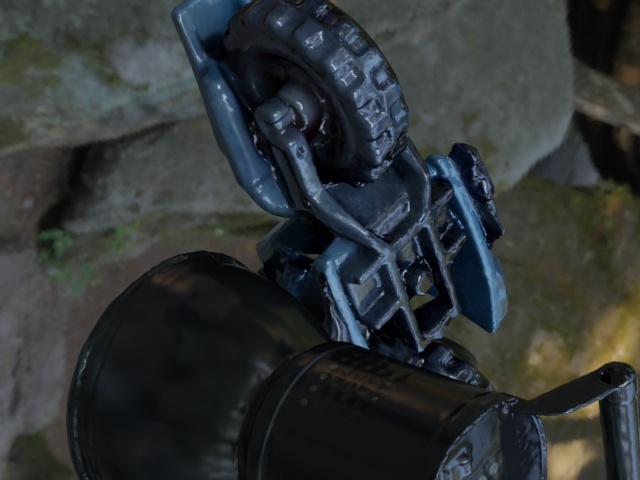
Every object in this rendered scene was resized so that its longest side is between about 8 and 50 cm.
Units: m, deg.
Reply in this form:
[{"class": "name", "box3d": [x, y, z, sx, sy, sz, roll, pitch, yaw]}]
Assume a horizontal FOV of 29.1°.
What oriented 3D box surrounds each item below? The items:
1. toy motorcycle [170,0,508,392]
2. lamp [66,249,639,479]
[{"class": "toy motorcycle", "box3d": [0.000, 0.000, 0.849, 0.172, 0.232, 0.416, -44, 135, -21]}, {"class": "lamp", "box3d": [0.005, 0.102, 0.563, 0.172, 0.227, 0.147, -35, 126, -37]}]
